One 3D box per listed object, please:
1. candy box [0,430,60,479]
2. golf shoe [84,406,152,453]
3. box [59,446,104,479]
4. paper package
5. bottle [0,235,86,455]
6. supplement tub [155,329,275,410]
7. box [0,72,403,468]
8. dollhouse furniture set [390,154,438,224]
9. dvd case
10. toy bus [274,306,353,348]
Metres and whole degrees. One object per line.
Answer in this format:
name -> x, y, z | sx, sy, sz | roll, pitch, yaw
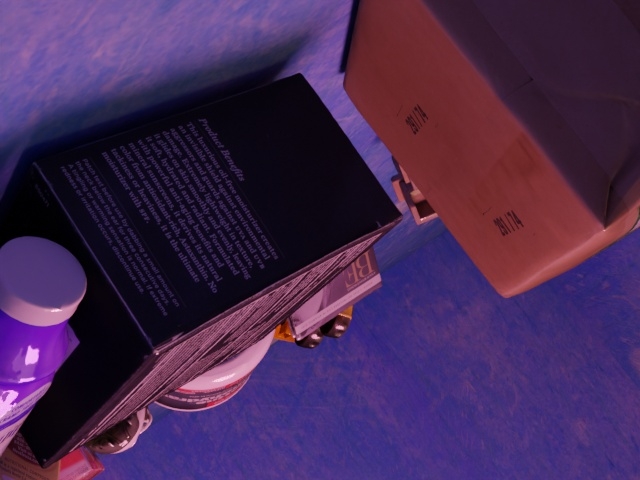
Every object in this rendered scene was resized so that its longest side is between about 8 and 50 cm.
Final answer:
candy box -> -0.346, 0.239, 0.958 | 0.183, 0.087, 0.316 | -38, -147, 17
golf shoe -> -0.244, 0.200, 1.176 | 0.105, 0.120, 0.273 | -45, -158, -8
box -> -0.506, 0.376, 1.493 | 0.300, 0.154, 0.142 | -33, 171, -11
paper package -> 0.178, -0.127, 0.875 | 0.168, 0.309, 0.325 | -34, 170, -11
bottle -> -0.267, 0.110, 0.753 | 0.283, 0.092, 0.118 | -50, 174, 33
supplement tub -> -0.167, 0.119, 1.271 | 0.191, 0.191, 0.272 | -33, 171, -19
box -> -0.138, 0.026, 0.894 | 0.294, 0.182, 0.296 | -26, 169, -42
dollhouse furniture set -> 0.196, -0.233, 1.301 | 0.303, 0.174, 0.355 | -24, 143, 3
dvd case -> 0.000, 0.000, 1.293 | 0.164, 0.221, 0.018 | -30, -152, -33
toy bus -> -0.030, 0.040, 1.459 | 0.220, 0.149, 0.211 | -30, -139, 63
